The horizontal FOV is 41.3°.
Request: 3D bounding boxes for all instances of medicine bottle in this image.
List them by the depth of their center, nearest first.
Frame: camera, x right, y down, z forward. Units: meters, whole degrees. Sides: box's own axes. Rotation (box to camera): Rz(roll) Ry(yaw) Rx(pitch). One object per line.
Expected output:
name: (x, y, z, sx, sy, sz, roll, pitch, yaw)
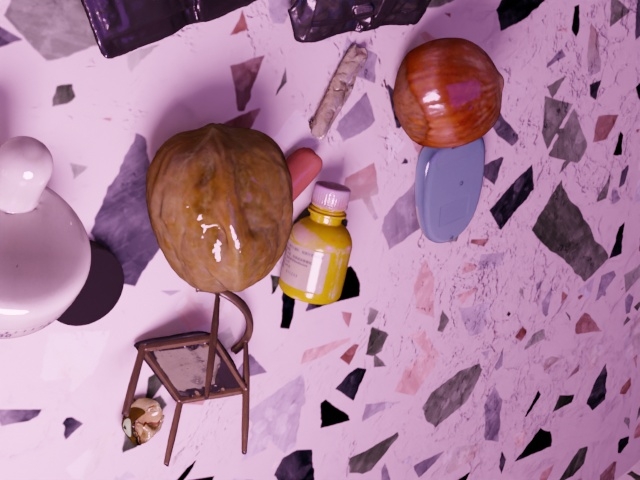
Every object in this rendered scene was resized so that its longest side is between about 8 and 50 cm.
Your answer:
medicine bottle: (0.000, 0.000, 1.566, 0.121, 0.122, 0.213, -1, 111, -40)

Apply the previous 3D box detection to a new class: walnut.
walnut: (-0.154, -0.046, 1.333, 0.227, 0.283, 0.283, -7, 119, -6)

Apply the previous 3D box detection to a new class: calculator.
calculator: (0.274, -0.133, 1.789, 0.188, 0.042, 0.303, -22, 127, -30)

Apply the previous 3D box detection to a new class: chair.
chair: (-0.215, 0.226, 1.472, 0.166, 0.272, 0.188, -12, 130, 15)

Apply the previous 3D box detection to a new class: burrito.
burrito: (0.033, -0.265, 1.518, 0.045, 0.041, 0.186, 26, 91, -36)

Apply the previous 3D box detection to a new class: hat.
hat: (-0.320, 0.314, 1.496, 0.076, 0.059, 0.077, -43, 140, -38)

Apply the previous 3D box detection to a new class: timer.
timer: (-0.418, 0.004, 1.125, 0.233, 0.234, 0.240, -3, 150, -40)

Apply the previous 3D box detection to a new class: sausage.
sausage: (-0.061, -0.099, 1.504, 0.154, 0.062, 0.062, -48, 134, -11)

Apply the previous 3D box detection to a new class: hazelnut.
hazelnut: (0.238, -0.275, 1.582, 0.214, 0.176, 0.214, 4, 133, 4)

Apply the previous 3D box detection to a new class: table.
table: (-0.377, 0.066, 1.330, 0.133, 0.043, 0.134, -18, 122, -33)

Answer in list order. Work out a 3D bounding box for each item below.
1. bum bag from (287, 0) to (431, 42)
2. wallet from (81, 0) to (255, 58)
bum bag: (0.077, -0.419, 1.457, 0.310, 0.074, 0.137, -19, 132, -32)
wallet: (-0.215, -0.420, 1.226, 0.323, 0.041, 0.247, -32, 129, -29)
